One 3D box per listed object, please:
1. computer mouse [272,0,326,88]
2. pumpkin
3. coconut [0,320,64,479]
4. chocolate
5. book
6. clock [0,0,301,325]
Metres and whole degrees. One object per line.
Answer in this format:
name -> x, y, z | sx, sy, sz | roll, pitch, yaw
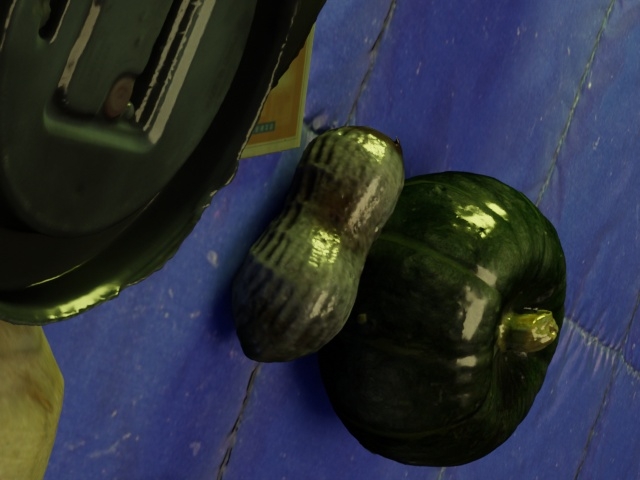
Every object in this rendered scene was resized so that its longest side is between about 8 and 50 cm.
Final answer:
computer mouse -> -0.063, -0.207, 1.114 | 0.183, 0.116, 0.323 | 35, 78, -54
pumpkin -> 0.130, 0.082, 1.503 | 0.300, 0.207, 0.300 | -35, 134, -47
coconut -> -0.267, 0.097, 0.890 | 0.224, 0.224, 0.224 | -33, 132, -47
chocolate -> 0.000, 0.000, 1.352 | 0.248, 0.110, 0.110 | -66, 149, -20
book -> -0.053, -0.186, 1.254 | 0.170, 0.018, 0.241 | -16, 118, -54
clock -> -0.115, -0.114, 0.791 | 0.325, 0.067, 0.325 | -47, 151, -37
